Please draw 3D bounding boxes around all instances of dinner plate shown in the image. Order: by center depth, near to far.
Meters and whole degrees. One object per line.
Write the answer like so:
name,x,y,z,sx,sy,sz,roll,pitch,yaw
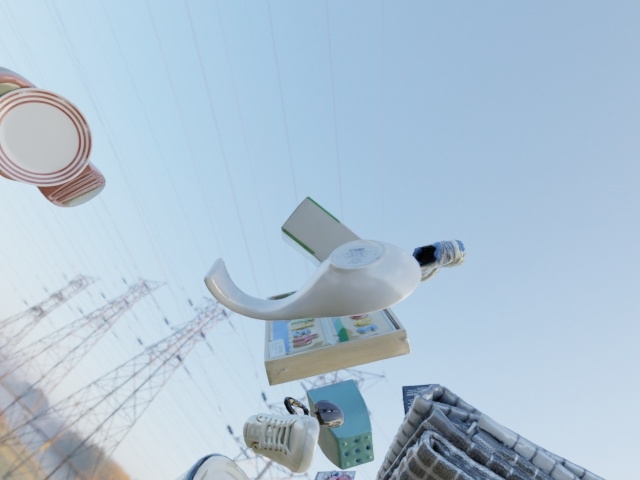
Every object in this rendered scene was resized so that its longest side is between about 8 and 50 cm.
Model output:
dinner plate,-0.411,-0.151,0.712,0.017,0.141,0.141,10,-49,55

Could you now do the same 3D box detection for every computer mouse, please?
computer mouse,-0.007,0.416,1.190,0.041,0.071,0.242,-32,-37,18

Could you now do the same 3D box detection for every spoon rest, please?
spoon rest,-0.008,0.056,0.633,0.276,0.137,0.084,-5,-62,14

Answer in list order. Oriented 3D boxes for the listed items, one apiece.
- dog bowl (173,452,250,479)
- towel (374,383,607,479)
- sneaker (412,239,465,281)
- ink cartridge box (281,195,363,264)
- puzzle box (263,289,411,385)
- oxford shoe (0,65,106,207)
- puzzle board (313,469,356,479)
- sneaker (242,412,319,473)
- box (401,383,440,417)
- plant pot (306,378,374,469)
dog bowl,-0.126,0.460,0.510,0.408,0.150,0.408,158,-90,-90
towel,0.162,0.292,0.421,0.283,0.121,0.235,31,-54,19
sneaker,0.163,0.029,0.764,0.135,0.058,0.052,137,-48,-57
ink cartridge box,0.000,0.000,1.001,0.153,0.087,0.208,38,-6,-2
puzzle box,0.014,0.176,1.070,0.409,0.272,0.052,-122,-159,-78
oxford shoe,-0.508,-0.186,0.846,0.147,0.140,0.397,54,-19,9
puzzle board,0.029,0.557,1.121,0.096,0.128,0.011,-4,-97,9
sneaker,-0.093,0.408,0.987,0.123,0.106,0.290,17,-27,-14
box,0.238,0.435,1.083,0.093,0.158,0.156,-7,-64,9
plant pot,0.072,0.571,1.486,0.234,0.165,0.166,-143,-135,-69
